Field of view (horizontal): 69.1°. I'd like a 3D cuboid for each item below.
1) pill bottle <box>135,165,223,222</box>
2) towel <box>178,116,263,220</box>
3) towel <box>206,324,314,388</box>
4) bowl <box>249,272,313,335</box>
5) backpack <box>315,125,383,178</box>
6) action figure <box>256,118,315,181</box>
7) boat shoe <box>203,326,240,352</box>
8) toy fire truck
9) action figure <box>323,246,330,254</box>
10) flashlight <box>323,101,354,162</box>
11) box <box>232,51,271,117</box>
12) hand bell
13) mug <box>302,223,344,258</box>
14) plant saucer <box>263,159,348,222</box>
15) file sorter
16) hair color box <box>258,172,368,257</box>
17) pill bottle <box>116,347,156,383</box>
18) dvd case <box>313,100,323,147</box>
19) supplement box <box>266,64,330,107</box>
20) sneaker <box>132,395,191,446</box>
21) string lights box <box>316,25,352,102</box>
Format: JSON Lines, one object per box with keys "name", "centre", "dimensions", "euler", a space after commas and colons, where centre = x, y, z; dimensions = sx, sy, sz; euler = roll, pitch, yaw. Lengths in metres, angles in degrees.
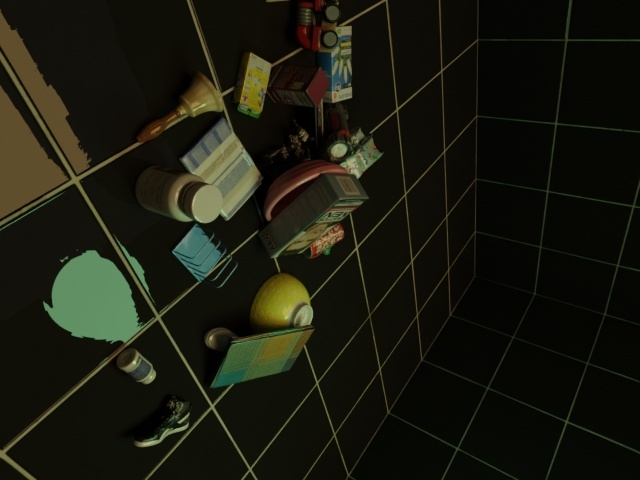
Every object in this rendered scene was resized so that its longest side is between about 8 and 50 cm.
{"name": "pill bottle", "centre": [-0.377, -0.121, 1.246], "dimensions": [0.131, 0.230, 0.131], "euler": [-28, 126, -47]}
{"name": "towel", "centre": [-0.306, -0.223, 1.477], "dimensions": [0.209, 0.034, 0.285], "euler": [-54, 140, -22]}
{"name": "towel", "centre": [-0.219, 0.428, 1.730], "dimensions": [0.371, 0.040, 0.271], "euler": [-1, 131, -42]}
{"name": "bowl", "centre": [-0.126, 0.287, 1.844], "dimensions": [0.290, 0.156, 0.289], "euler": [-27, 126, -46]}
{"name": "backpack", "centre": [0.092, -0.316, 1.830], "dimensions": [0.191, 0.225, 0.253], "euler": [48, 66, -27]}
{"name": "action figure", "centre": [-0.090, -0.319, 1.645], "dimensions": [0.275, 0.141, 0.164], "euler": [-45, 133, -30]}
{"name": "boat shoe", "centre": [-0.321, 0.369, 1.676], "dimensions": [0.226, 0.076, 0.083], "euler": [32, 77, -55]}
{"name": "toy fire truck", "centre": [-0.059, -0.744, 1.527], "dimensions": [0.158, 0.247, 0.216], "euler": [-105, -160, -70]}
{"name": "action figure", "centre": [0.030, -0.050, 1.995], "dimensions": [0.137, 0.064, 0.232], "euler": [-15, 112, -53]}
{"name": "flashlight", "centre": [0.054, -0.407, 1.710], "dimensions": [0.103, 0.303, 0.103], "euler": [27, 124, -30]}
{"name": "box", "centre": [-0.219, -0.489, 1.474], "dimensions": [0.105, 0.043, 0.179], "euler": [6, 97, -56]}
{"name": "hand bell", "centre": [-0.397, -0.340, 1.263], "dimensions": [0.242, 0.126, 0.126], "euler": [-42, 137, -18]}
{"name": "mug", "centre": [-0.004, -0.009, 1.901], "dimensions": [0.169, 0.150, 0.113], "euler": [-27, 84, -24]}
{"name": "plant saucer", "centre": [-0.062, -0.181, 1.663], "dimensions": [0.332, 0.084, 0.332], "euler": [-26, 165, -8]}
{"name": "file sorter", "centre": [-0.357, 0.051, 1.461], "dimensions": [0.118, 0.105, 0.170], "euler": [-56, 142, -24]}
{"name": "hair color box", "centre": [-0.030, -0.085, 1.655], "dimensions": [0.374, 0.113, 0.185], "euler": [-38, 162, 33]}
{"name": "pill bottle", "centre": [-0.542, 0.376, 1.377], "dimensions": [0.067, 0.067, 0.120], "euler": [-52, 141, -27]}
{"name": "dvd case", "centre": [-0.010, -0.476, 1.690], "dimensions": [0.179, 0.030, 0.238], "euler": [-97, -174, -65]}
{"name": "supplement box", "centre": [-0.079, -0.510, 1.530], "dimensions": [0.104, 0.188, 0.081], "euler": [-63, 145, -14]}
{"name": "sneaker", "centre": [-0.512, 0.572, 1.507], "dimensions": [0.217, 0.079, 0.121], "euler": [1, 100, -63]}
{"name": "string lights box", "centre": [0.052, -0.662, 1.744], "dimensions": [0.133, 0.077, 0.259], "euler": [-32, 129, -44]}
